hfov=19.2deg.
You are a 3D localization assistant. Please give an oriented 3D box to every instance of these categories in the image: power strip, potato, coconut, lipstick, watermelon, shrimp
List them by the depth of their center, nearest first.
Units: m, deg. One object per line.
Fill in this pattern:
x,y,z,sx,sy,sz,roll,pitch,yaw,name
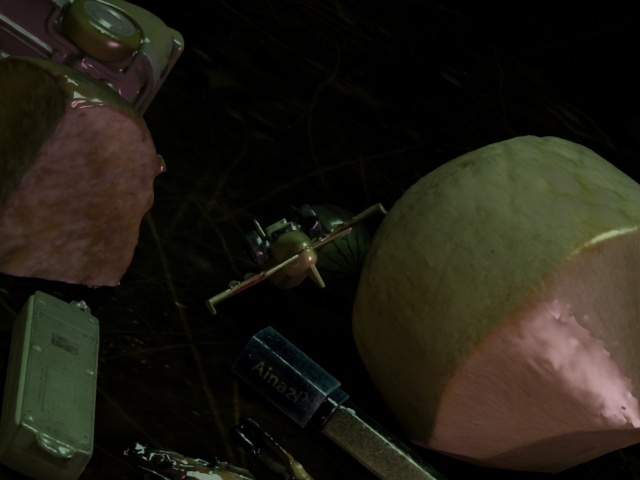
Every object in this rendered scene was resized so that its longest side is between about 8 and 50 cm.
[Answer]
-0.245,0.133,1.714,0.078,0.052,0.272,26,23,-17,power strip
-0.090,0.212,1.778,0.262,0.051,0.198,25,15,-27,shrimp
-0.269,-0.102,1.925,0.211,0.264,0.189,6,43,-40,potato
0.045,0.208,1.970,0.312,0.051,0.051,39,19,10,lipstick
0.242,0.091,2.100,0.415,0.415,0.344,51,3,39,coconut
0.000,0.000,2.286,0.105,0.105,0.133,3,37,-53,watermelon

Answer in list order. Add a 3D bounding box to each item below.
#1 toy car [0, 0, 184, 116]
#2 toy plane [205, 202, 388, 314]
-0.342,-0.224,2.103,0.336,0.242,0.226,32,23,-5,toy car
-0.038,0.015,2.143,0.092,0.229,0.244,62,-11,-8,toy plane
